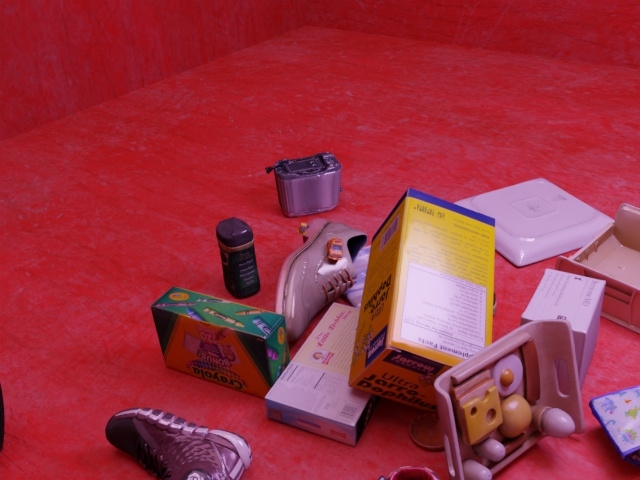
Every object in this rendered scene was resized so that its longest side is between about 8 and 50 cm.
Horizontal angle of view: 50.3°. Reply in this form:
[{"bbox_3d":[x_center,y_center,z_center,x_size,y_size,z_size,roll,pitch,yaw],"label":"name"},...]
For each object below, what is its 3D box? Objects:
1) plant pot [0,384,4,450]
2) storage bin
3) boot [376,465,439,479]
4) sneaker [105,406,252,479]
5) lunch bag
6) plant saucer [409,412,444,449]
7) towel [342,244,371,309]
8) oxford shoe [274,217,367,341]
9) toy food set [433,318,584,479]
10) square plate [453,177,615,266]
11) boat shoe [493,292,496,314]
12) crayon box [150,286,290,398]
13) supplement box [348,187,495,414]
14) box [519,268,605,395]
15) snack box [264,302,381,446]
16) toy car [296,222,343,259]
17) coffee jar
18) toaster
[{"bbox_3d":[-0.690,0.341,1.238,0.187,0.167,0.188,14,37,28],"label":"plant pot"},{"bbox_3d":[0.703,0.057,1.523,0.262,0.123,0.260,-33,41,-28],"label":"storage bin"},{"bbox_3d":[0.128,0.408,0.899,0.138,0.284,0.377,5,32,15],"label":"boot"},{"bbox_3d":[-0.271,0.388,1.166,0.281,0.106,0.162,6,36,16],"label":"sneaker"},{"bbox_3d":[0.555,0.320,1.166,0.151,0.096,0.129,1,31,-9],"label":"lunch bag"},{"bbox_3d":[0.204,0.349,1.245,0.083,0.013,0.083,-4,31,2],"label":"plant saucer"},{"bbox_3d":[0.147,0.095,1.649,0.209,0.034,0.285,-17,34,-18],"label":"towel"},{"bbox_3d":[0.003,0.082,1.566,0.146,0.140,0.397,6,43,17],"label":"oxford shoe"},{"bbox_3d":[0.317,0.284,1.110,0.306,0.220,0.092,-21,16,-33],"label":"toy food set"},{"bbox_3d":[0.573,-0.071,1.847,0.344,0.049,0.347,-16,34,-17],"label":"square plate"},{"bbox_3d":[0.282,0.157,1.469,0.095,0.095,0.257,24,42,39],"label":"boat shoe"},{"bbox_3d":[-0.200,0.207,1.388,0.278,0.165,0.081,11,35,25],"label":"crayon box"},{"bbox_3d":[0.197,0.113,1.301,0.194,0.195,0.356,19,54,-9],"label":"supplement box"},{"bbox_3d":[0.464,0.182,1.320,0.119,0.182,0.181,13,35,28],"label":"box"},{"bbox_3d":[0.046,0.255,1.376,0.187,0.060,0.322,12,35,23],"label":"snack box"},{"bbox_3d":[0.000,0.000,1.548,0.122,0.040,0.060,21,42,2],"label":"toy car"},{"bbox_3d":[-0.198,0.039,1.642,0.079,0.184,0.096,-21,35,-24],"label":"coffee jar"},{"bbox_3d":[-0.044,-0.159,1.982,0.227,0.146,0.129,-12,31,-13],"label":"toaster"}]
